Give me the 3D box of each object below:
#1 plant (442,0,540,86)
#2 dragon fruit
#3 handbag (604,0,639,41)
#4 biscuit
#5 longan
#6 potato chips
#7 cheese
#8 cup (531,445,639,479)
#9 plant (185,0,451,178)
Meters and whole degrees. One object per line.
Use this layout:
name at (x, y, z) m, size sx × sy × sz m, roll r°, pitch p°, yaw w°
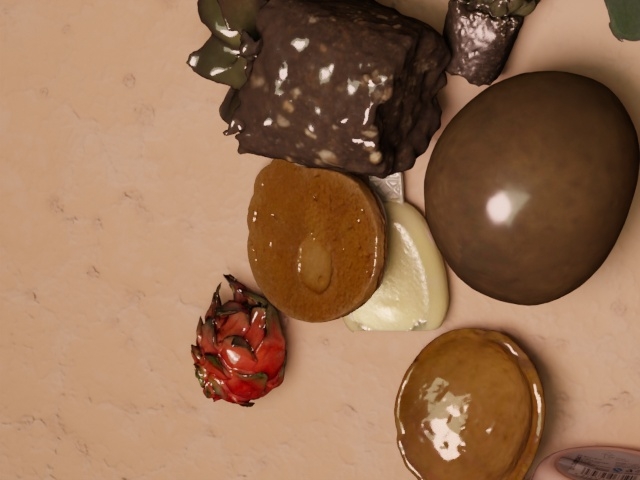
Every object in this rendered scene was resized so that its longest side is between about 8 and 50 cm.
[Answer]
plant at (0.174, -0.238, 1.589) m, size 0.094 × 0.092 × 0.143 m, roll 31°, pitch 118°, yaw 17°
dragon fruit at (-0.096, 0.122, 1.752) m, size 0.130 × 0.121 × 0.142 m, roll 36°, pitch 127°, yaw 27°
handbag at (0.351, -0.339, 1.445) m, size 0.260 × 0.079 × 0.248 m, roll -15°, pitch 98°, yaw 53°
biscuit at (0.000, 0.000, 1.687) m, size 0.208 × 0.049 × 0.181 m, roll 19°, pitch 104°, yaw 41°
longan at (0.219, -0.056, 1.555) m, size 0.246 × 0.246 × 0.215 m, roll -45°, pitch 74°, yaw 23°
potato chips at (0.176, 0.200, 1.707) m, size 0.195 × 0.062 × 0.208 m, roll 0°, pitch 93°, yaw 35°
cheese at (0.075, -0.020, 1.696) m, size 0.127 × 0.054 × 0.252 m, roll -1°, pitch 103°, yaw 15°
cup at (0.290, 0.334, 1.662) m, size 0.253 × 0.191 × 0.200 m, roll 14°, pitch 107°, yaw 49°
plant at (-0.014, -0.179, 1.591) m, size 0.276 × 0.188 × 0.199 m, roll 24°, pitch 113°, yaw 29°
